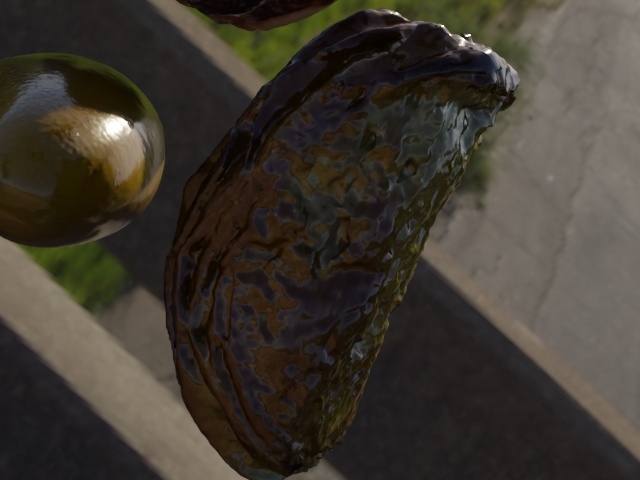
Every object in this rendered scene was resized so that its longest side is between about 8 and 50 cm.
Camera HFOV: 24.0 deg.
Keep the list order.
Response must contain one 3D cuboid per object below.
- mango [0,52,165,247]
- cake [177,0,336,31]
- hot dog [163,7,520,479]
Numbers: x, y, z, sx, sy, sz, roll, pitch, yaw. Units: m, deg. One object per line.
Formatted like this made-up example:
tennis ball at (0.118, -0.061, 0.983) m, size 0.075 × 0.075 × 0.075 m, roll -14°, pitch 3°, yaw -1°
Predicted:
mango at (-0.164, -0.051, 0.892) m, size 0.139 × 0.113 × 0.253 m, roll 13°, pitch 11°, yaw -3°
cake at (-0.035, -0.277, 1.110) m, size 0.199 × 0.196 × 0.293 m, roll 36°, pitch 54°, yaw -43°
hot dog at (-0.002, -0.003, 0.805) m, size 0.114 × 0.259 × 0.175 m, roll 30°, pitch 7°, yaw 17°
